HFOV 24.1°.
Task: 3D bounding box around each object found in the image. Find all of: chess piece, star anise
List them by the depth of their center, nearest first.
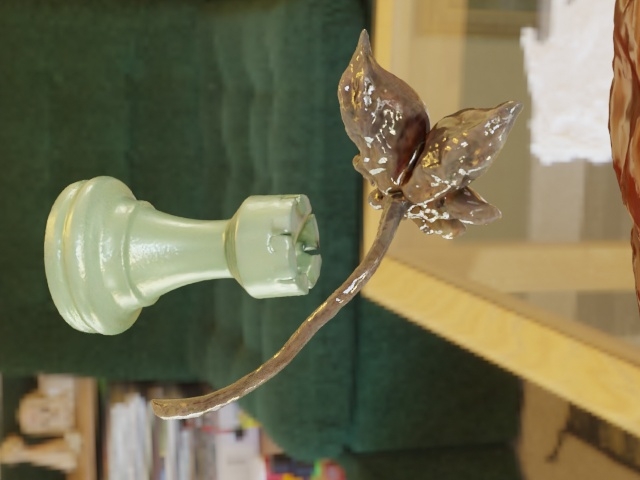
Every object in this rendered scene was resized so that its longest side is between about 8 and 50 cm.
[{"bbox_3d":[-0.054,0.004,0.618,0.067,0.103,0.067,-4,-90,-73],"label":"chess piece"},{"bbox_3d":[0.000,0.000,0.932,0.148,0.227,0.218,46,144,-9],"label":"star anise"}]

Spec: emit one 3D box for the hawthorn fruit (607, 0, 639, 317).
[{"bbox_3d":[0.172,0.013,0.324,0.242,0.242,0.271,169,116,-69],"label":"hawthorn fruit"}]
